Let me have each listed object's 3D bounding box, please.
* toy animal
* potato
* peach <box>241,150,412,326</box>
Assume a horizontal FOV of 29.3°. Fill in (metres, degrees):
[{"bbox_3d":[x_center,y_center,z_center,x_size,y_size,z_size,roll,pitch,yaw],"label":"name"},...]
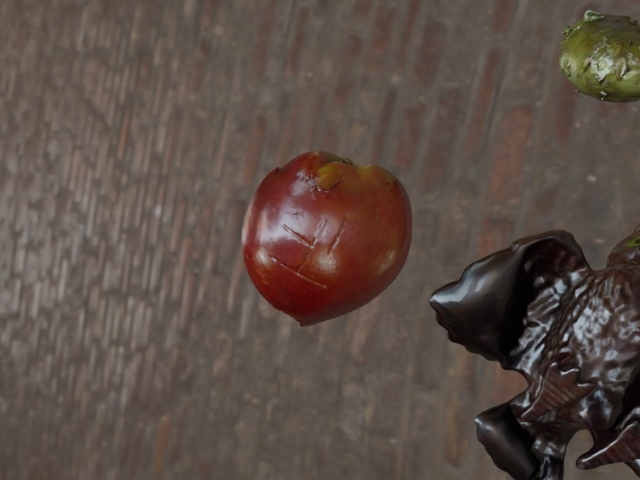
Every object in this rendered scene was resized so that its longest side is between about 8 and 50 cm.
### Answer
[{"bbox_3d":[0.184,0.071,0.828,0.179,0.218,0.116,-52,-4,-34],"label":"toy animal"},{"bbox_3d":[0.337,-0.218,1.424,0.225,0.117,0.090,-80,-4,-68],"label":"potato"},{"bbox_3d":[0.000,0.000,1.353,0.197,0.197,0.197,-28,58,58],"label":"peach"}]
